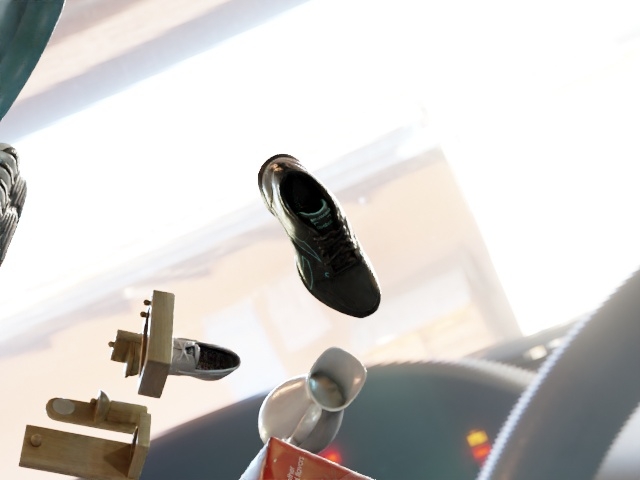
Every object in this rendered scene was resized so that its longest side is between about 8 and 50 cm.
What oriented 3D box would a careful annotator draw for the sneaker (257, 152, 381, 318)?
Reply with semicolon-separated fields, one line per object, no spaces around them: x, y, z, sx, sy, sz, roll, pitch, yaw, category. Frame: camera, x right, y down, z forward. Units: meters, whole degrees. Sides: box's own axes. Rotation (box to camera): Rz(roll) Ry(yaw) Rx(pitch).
0.000;0.000;1.847;0.101;0.267;0.106;-37;9;-10;sneaker

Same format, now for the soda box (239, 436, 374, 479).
-0.029;0.256;0.819;0.083;0.092;0.263;-57;14;38;soda box

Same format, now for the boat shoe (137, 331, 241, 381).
-0.192;0.164;1.856;0.184;0.066;0.063;22;-31;-39;boat shoe

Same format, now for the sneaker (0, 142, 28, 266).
-0.339;-0.047;1.189;0.132;0.086;0.228;18;-24;-5;sneaker

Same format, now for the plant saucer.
-0.364;-0.183;1.377;0.317;0.044;0.317;-58;1;1;plant saucer

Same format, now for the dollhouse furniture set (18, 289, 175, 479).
-0.230;0.143;1.368;0.123;0.144;0.151;12;-56;-12;dollhouse furniture set

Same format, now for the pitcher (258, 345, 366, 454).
-0.030;0.282;2.084;0.177;0.125;0.207;-51;0;-42;pitcher
